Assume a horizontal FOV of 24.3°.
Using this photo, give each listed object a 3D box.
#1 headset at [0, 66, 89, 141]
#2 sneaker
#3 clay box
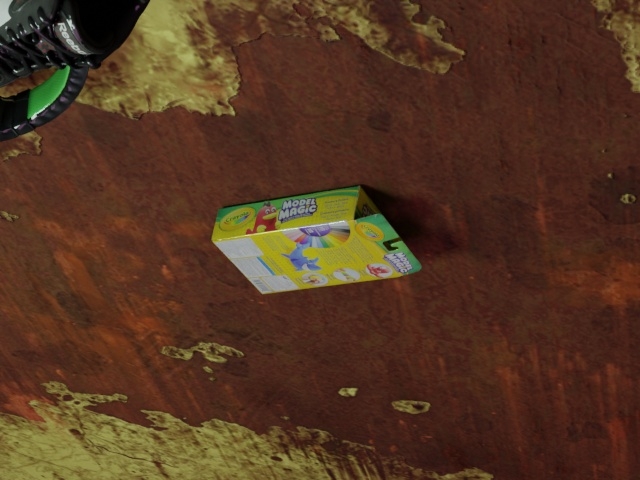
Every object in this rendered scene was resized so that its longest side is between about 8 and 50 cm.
[{"bbox_3d":[-0.423,-0.201,1.512,0.394,0.185,0.243,-16,138,13],"label":"headset"},{"bbox_3d":[-0.251,-0.200,1.343,0.276,0.135,0.097,-32,135,18],"label":"sneaker"},{"bbox_3d":[0.000,0.000,1.744,0.222,0.053,0.127,-9,144,27],"label":"clay box"}]
